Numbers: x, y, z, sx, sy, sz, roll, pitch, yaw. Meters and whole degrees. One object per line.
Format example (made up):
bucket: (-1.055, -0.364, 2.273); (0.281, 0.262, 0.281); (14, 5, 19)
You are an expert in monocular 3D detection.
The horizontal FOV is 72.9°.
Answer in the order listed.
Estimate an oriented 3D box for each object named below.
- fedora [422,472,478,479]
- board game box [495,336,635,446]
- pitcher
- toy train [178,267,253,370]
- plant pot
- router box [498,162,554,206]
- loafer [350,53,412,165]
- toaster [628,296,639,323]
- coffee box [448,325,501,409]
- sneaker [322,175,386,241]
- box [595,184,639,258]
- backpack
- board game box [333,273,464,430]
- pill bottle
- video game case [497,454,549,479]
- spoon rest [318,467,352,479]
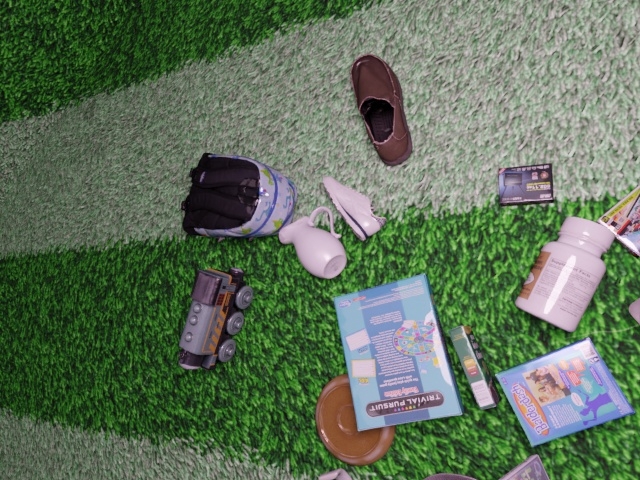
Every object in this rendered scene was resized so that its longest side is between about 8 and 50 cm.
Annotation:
fedora: (0.323, 0.635, 0.951); (0.243, 0.124, 0.276); (-12, 80, 27)
board game box: (0.514, 0.323, 0.929); (0.210, 0.047, 0.160); (-29, 68, 18)
pitcher: (0.000, 0.000, 1.266); (0.177, 0.125, 0.207); (-44, 51, -4)
toy train: (-0.332, 0.239, 1.339); (0.142, 0.190, 0.334); (16, 87, 30)
plant pot: (0.084, 0.480, 1.162); (0.236, 0.032, 0.237); (-6, 77, 26)
router box: (0.504, -0.135, 1.066); (0.122, 0.038, 0.092); (-3, 79, 27)
loafer: (0.170, -0.399, 1.243); (0.133, 0.130, 0.366); (-25, 69, 21)
toaster: (0.718, 0.130, 0.818); (0.110, 0.168, 0.186); (-20, 63, -24)
coffee box: (0.360, 0.291, 1.011); (0.040, 0.113, 0.184); (-27, 67, 22)
sneaker: (0.092, -0.108, 1.261); (0.094, 0.090, 0.235); (-37, 68, 2)
box: (0.728, -0.072, 0.937); (0.207, 0.036, 0.114); (-45, 63, 13)
backpack: (-0.246, -0.132, 1.352); (0.355, 0.273, 0.291); (-1, 74, 55)
board game box: (0.190, 0.282, 1.101); (0.253, 0.079, 0.337); (-17, 69, 18)
pill bottle: (0.539, 0.072, 0.952); (0.131, 0.131, 0.230); (27, 93, 29)
video game case: (0.443, 0.563, 0.881); (0.022, 0.173, 0.191); (-39, 62, 42)
spoon rest: (0.088, 0.709, 1.097); (0.137, 0.084, 0.277); (-27, 82, 22)
